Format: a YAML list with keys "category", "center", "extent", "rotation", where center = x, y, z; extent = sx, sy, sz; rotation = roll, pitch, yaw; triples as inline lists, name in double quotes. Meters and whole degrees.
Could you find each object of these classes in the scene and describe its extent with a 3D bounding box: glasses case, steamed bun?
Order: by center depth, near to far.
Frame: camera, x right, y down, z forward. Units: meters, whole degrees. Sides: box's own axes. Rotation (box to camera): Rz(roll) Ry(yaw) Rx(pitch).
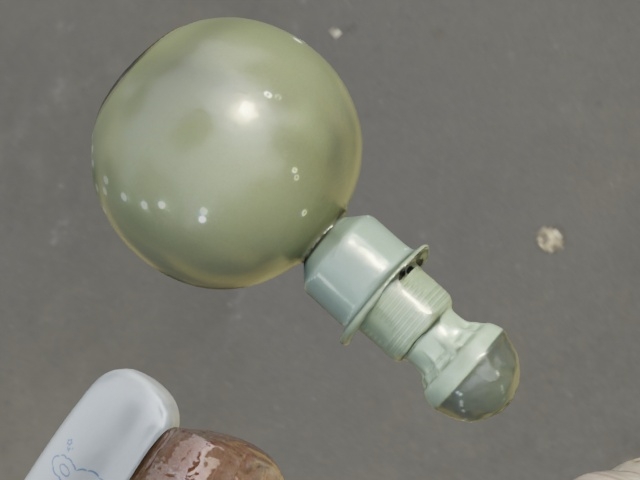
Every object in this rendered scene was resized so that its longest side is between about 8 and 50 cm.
- category: "steamed bun"
  center: [-0.095, 0.229, 1.220]
  extent: [0.106, 0.175, 0.144]
  rotation: [4, 60, 36]
- category: "glasses case"
  center: [-0.205, 0.217, 1.283]
  extent: [0.092, 0.059, 0.233]
  rotation: [36, 93, 26]

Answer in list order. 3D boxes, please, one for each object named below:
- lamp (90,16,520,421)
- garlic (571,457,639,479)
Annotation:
- category: "lamp"
  center: [0.000, 0.000, 0.499]
  extent: [0.163, 0.091, 0.091]
  rotation: [43, 93, 6]
- category: "garlic"
  center: [0.331, 0.326, 1.266]
  extent: [0.318, 0.259, 0.317]
  rotation: [2, 82, -17]
